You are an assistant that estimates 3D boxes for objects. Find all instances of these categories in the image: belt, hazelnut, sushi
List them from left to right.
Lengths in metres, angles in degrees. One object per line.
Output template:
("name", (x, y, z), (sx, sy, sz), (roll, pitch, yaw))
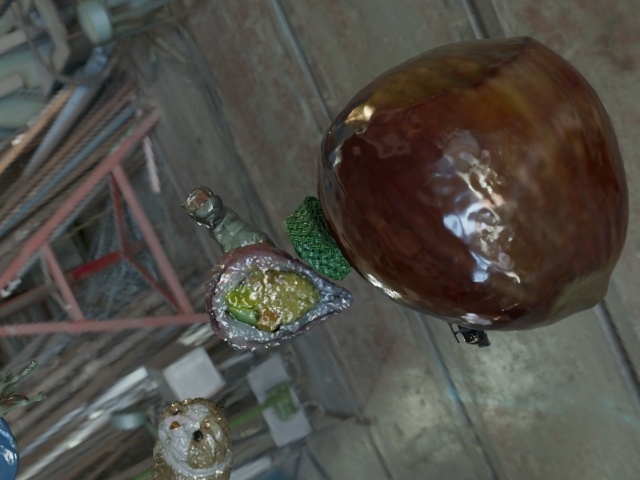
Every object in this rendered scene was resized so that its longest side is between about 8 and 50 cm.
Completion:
("sushi", (-0.075, 0.074, 1.495), (0.107, 0.241, 0.161), (-164, 54, -73))
("belt", (0.000, 0.000, 1.515), (0.079, 0.121, 0.151), (-46, 54, 23))
("hazelnut", (0.211, -0.064, 1.222), (0.353, 0.421, 0.421), (-41, 76, 41))

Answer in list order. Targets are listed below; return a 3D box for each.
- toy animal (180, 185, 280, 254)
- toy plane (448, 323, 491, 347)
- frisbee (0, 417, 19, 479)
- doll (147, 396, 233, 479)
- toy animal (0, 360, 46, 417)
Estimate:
("toy animal", (-0.136, 0.024, 1.758), (0.343, 0.106, 0.168), (49, 176, 3))
("toy plane", (0.232, 0.099, 1.535), (0.053, 0.078, 0.197), (-23, 95, 23))
("frisbee", (-0.775, 0.455, 1.918), (0.049, 0.289, 0.289), (-104, -9, -80))
("doll", (-0.173, 0.311, 1.222), (0.105, 0.115, 0.221), (26, 110, 35))
("toy animal", (-0.656, 0.307, 1.810), (0.255, 0.170, 0.089), (-17, 97, 24))
